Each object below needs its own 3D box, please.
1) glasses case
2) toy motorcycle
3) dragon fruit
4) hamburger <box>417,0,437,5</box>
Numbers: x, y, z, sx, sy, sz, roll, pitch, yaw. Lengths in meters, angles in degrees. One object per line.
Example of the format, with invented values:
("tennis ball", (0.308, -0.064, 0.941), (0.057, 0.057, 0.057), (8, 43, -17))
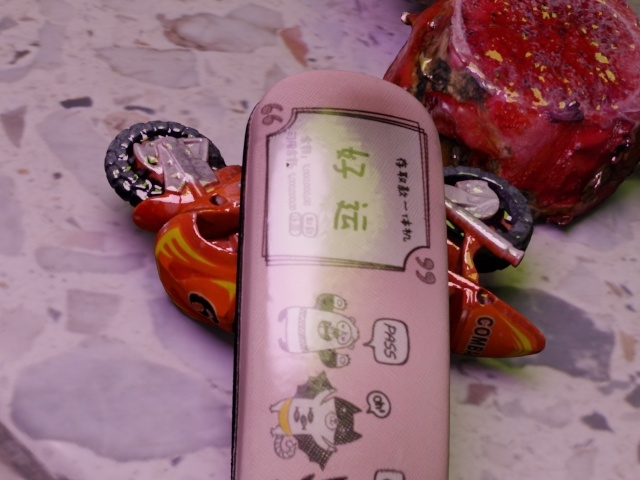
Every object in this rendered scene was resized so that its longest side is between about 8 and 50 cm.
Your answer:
("glasses case", (0.011, 0.047, 0.777), (0.122, 0.075, 0.315), (7, 69, -13))
("toy motorcycle", (0.000, -0.002, 0.897), (0.298, 0.089, 0.171), (9, 42, -7))
("dragon fruit", (0.169, -0.125, 1.043), (0.282, 0.147, 0.211), (3, 41, -10))
("hamburger", (0.170, -0.314, 1.137), (0.318, 0.319, 0.158), (-14, 69, -29))
